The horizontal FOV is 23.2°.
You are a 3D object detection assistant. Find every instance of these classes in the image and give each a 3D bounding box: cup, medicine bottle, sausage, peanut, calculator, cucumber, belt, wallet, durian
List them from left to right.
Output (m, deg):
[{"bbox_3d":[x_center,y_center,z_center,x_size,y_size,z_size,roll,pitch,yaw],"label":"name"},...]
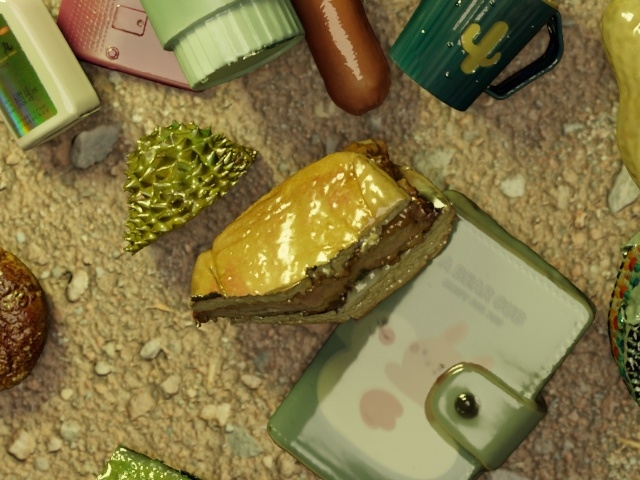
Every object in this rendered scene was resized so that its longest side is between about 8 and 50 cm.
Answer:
[{"bbox_3d":[-0.347,-0.219,1.767,0.115,0.078,0.219,-26,96,41],"label":"medicine bottle"},{"bbox_3d":[-0.205,-0.250,1.782,0.191,0.034,0.126,16,97,2],"label":"calculator"},{"bbox_3d":[-0.175,-0.071,1.759,0.187,0.119,0.108,-36,97,11],"label":"durian"},{"bbox_3d":[-0.166,0.318,1.847,0.211,0.062,0.078,22,66,8],"label":"cucumber"},{"bbox_3d":[-0.144,-0.330,1.688,0.158,0.158,0.318,-25,89,8],"label":"medicine bottle"},{"bbox_3d":[0.020,-0.234,1.741,0.077,0.077,0.194,-23,95,8],"label":"sausage"},{"bbox_3d":[0.135,0.149,1.782,0.252,0.083,0.360,37,100,5],"label":"wallet"},{"bbox_3d":[0.178,-0.223,1.711,0.176,0.131,0.155,33,106,-25],"label":"cup"},{"bbox_3d":[0.377,-0.157,1.693,0.124,0.123,0.256,-10,97,7],"label":"peanut"},{"bbox_3d":[0.424,0.084,1.704,0.207,0.150,0.257,13,99,-3],"label":"belt"}]

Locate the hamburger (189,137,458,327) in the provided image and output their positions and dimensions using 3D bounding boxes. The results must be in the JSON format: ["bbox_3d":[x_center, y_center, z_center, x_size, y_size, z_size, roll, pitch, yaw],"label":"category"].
[{"bbox_3d":[0.000,0.000,1.725,0.282,0.155,0.245,8,74,35],"label":"hamburger"}]

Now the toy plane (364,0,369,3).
[{"bbox_3d":[0.095,-0.354,1.693,0.082,0.160,0.234,36,77,22],"label":"toy plane"}]

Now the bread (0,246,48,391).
[{"bbox_3d":[-0.408,0.090,1.834,0.193,0.064,0.193,1,99,9],"label":"bread"}]
